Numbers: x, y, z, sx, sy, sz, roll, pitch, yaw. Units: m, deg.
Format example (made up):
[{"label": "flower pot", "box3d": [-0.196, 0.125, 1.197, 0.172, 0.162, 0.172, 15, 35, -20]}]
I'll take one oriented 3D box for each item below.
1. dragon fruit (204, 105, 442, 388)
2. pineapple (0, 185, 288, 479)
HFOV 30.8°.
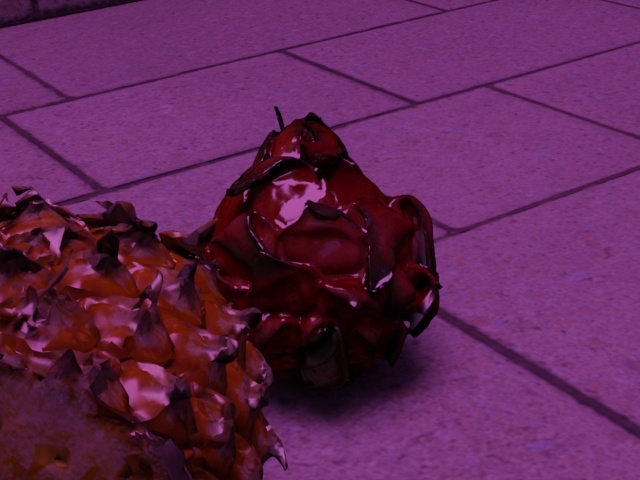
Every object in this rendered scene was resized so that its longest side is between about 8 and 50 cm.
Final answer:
[{"label": "dragon fruit", "box3d": [0.000, 0.000, 1.099, 0.234, 0.234, 0.293, 2, 64, 11]}, {"label": "pineapple", "box3d": [-0.186, 0.125, 0.749, 0.353, 0.352, 0.300, -2, 24, 2]}]
